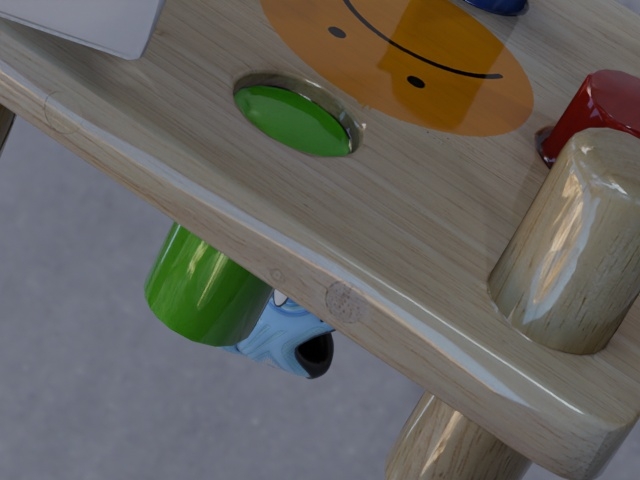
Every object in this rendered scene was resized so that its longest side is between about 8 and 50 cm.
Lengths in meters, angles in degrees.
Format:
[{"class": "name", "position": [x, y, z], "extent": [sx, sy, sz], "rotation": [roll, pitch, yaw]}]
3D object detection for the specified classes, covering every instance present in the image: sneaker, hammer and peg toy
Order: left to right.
[{"class": "sneaker", "position": [0.000, 0.000, 0.858], "extent": [0.063, 0.073, 0.162], "rotation": [-51, -13, -39]}, {"class": "hammer and peg toy", "position": [0.067, -0.026, 0.626], "extent": [0.266, 0.361, 0.127], "rotation": [-43, -17, -57]}]

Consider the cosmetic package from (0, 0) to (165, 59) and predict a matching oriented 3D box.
[{"class": "cosmetic package", "position": [-0.002, -0.268, 0.407], "extent": [0.377, 0.097, 0.284], "rotation": [117, 171, -45]}]
